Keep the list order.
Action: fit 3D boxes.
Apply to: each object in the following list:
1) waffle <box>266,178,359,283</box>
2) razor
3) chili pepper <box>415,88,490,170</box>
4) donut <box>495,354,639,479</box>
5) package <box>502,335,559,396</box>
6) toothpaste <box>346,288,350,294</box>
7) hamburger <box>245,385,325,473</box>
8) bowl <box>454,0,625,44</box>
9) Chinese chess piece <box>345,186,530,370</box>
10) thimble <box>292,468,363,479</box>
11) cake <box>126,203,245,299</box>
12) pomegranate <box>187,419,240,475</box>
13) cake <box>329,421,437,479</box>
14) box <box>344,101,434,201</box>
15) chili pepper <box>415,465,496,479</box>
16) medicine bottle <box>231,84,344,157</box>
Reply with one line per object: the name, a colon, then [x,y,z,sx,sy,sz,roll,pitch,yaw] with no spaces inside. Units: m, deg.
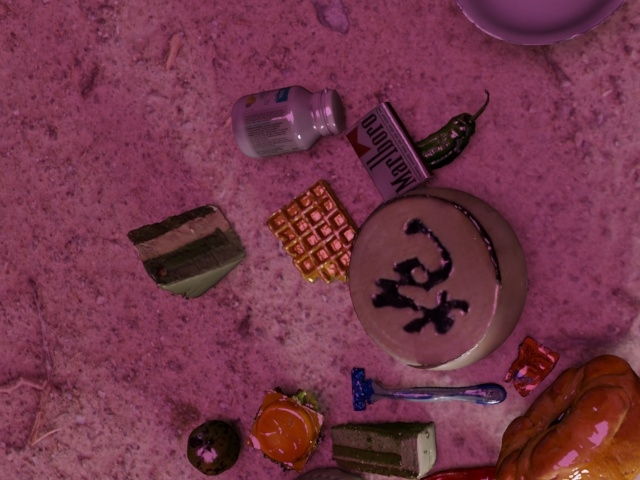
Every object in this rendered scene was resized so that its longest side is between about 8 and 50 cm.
waffle: [0.000,0.000,1.499,0.160,0.055,0.211,-35,84,17]
razor: [0.217,0.316,1.448,0.324,0.056,0.093,-2,91,18]
chili pepper: [0.223,-0.205,1.398,0.278,0.065,0.122,-14,107,31]
donut: [0.457,0.351,1.257,0.150,0.299,0.317,39,137,1]
package: [0.411,0.251,1.388,0.077,0.033,0.111,38,100,23]
toothpaste: [0.127,0.170,1.482,0.048,0.031,0.190,-39,79,20]
hamburger: [-0.067,0.405,1.527,0.164,0.093,0.190,36,105,11]
bowl: [0.407,-0.514,1.275,0.345,0.157,0.346,1,95,18]
Chinese chess piece: [0.215,0.073,1.340,0.349,0.146,0.350,2,93,37]
thimble: [0.008,0.645,1.465,0.291,0.195,0.292,3,98,22]
cake: [-0.276,0.011,1.485,0.172,0.283,0.158,-37,82,0]
pomegranate: [-0.242,0.479,1.591,0.122,0.122,0.162,26,139,15]
cake: [0.118,0.437,1.466,0.235,0.099,0.100,-6,90,20]
box: [0.135,-0.172,1.402,0.115,0.036,0.178,-35,82,33]
chili pepper: [0.304,0.490,1.435,0.267,0.059,0.051,-11,52,22]
medicine bottle: [-0.064,-0.251,1.461,0.215,0.135,0.135,-7,91,19]
